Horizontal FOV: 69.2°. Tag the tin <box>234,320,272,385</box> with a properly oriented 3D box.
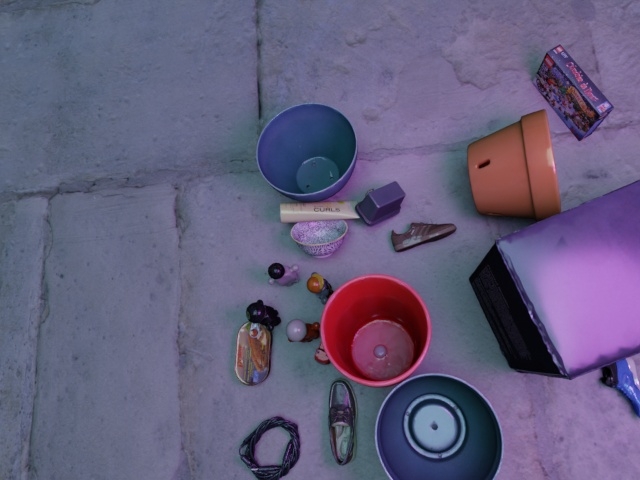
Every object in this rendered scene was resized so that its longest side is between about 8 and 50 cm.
[{"bbox_3d":[-0.199,0.334,1.383,0.106,0.040,0.190,2,78,7],"label":"tin"}]

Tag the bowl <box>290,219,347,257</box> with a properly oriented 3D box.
[{"bbox_3d":[0.000,0.000,1.380,0.170,0.170,0.080,-1,121,11],"label":"bowl"}]

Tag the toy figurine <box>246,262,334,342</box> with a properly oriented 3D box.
[{"bbox_3d":[-0.083,0.174,1.322,0.213,0.148,0.210,20,82,26],"label":"toy figurine"}]

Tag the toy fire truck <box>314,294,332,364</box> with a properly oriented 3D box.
[{"bbox_3d":[0.026,0.256,1.304,0.047,0.135,0.192,17,81,14],"label":"toy fire truck"}]

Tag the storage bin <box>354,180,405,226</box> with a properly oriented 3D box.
[{"bbox_3d":[0.178,-0.119,1.356,0.135,0.091,0.098,-25,72,-24],"label":"storage bin"}]

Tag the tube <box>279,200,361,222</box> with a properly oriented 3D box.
[{"bbox_3d":[-0.002,-0.090,1.398,0.240,0.062,0.070,-2,79,-4],"label":"tube"}]

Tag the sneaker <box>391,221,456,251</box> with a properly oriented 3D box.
[{"bbox_3d":[0.297,-0.028,1.351,0.188,0.066,0.071,-19,74,6],"label":"sneaker"}]

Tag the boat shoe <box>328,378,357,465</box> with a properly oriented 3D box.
[{"bbox_3d":[0.061,0.499,1.275,0.080,0.073,0.224,-5,77,10],"label":"boat shoe"}]

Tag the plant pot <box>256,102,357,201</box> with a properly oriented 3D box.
[{"bbox_3d":[-0.024,-0.230,1.385,0.290,0.195,0.291,-3,71,10],"label":"plant pot"}]

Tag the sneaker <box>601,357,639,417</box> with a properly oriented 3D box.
[{"bbox_3d":[0.762,0.374,1.173,0.084,0.058,0.152,-8,72,3],"label":"sneaker"}]

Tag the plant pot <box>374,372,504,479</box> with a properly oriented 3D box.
[{"bbox_3d":[0.290,0.482,1.171,0.292,0.196,0.293,-2,76,10],"label":"plant pot"}]

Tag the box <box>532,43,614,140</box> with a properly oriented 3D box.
[{"bbox_3d":[0.704,-0.413,1.309,0.044,0.159,0.233,-30,73,3],"label":"box"}]

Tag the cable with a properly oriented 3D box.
[{"bbox_3d":[-0.132,0.588,1.307,0.184,0.047,0.150,-41,74,-1],"label":"cable"}]

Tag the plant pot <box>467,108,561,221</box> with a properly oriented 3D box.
[{"bbox_3d":[0.517,-0.184,1.249,0.203,0.291,0.291,-8,76,26],"label":"plant pot"}]

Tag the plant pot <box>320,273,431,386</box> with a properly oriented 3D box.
[{"bbox_3d":[0.150,0.259,1.203,0.274,0.243,0.275,-5,62,10],"label":"plant pot"}]

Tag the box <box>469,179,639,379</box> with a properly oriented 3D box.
[{"bbox_3d":[0.640,0.086,1.049,0.479,0.472,0.298,-23,74,5],"label":"box"}]
